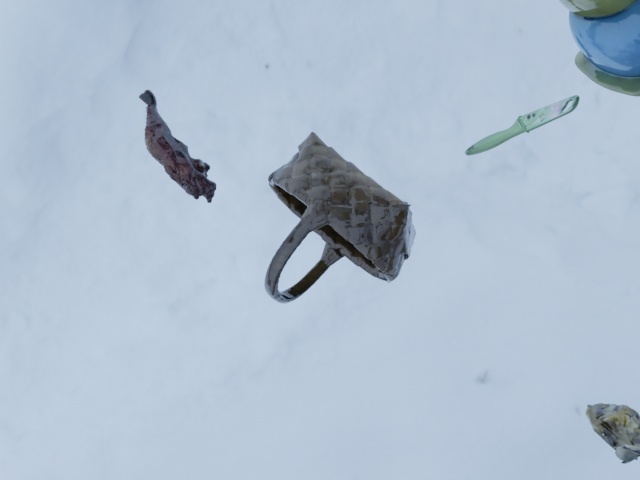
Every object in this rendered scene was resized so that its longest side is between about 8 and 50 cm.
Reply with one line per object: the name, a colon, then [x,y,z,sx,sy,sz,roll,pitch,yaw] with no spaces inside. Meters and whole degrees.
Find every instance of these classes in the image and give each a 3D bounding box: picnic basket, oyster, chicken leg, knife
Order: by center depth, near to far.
knife: [0.280,-0.160,1.204,0.014,0.030,0.207,17,156,-34]
oyster: [0.582,0.298,1.355,0.238,0.114,0.351,2,165,-3]
chicken leg: [-0.247,-0.151,1.412,0.048,0.089,0.219,-39,90,30]
picnic basket: [0.000,0.000,1.753,0.337,0.337,0.293,-4,164,9]

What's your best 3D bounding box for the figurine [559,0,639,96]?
figurine: [0.334,-0.254,0.903,0.180,0.153,0.262,18,170,25]
